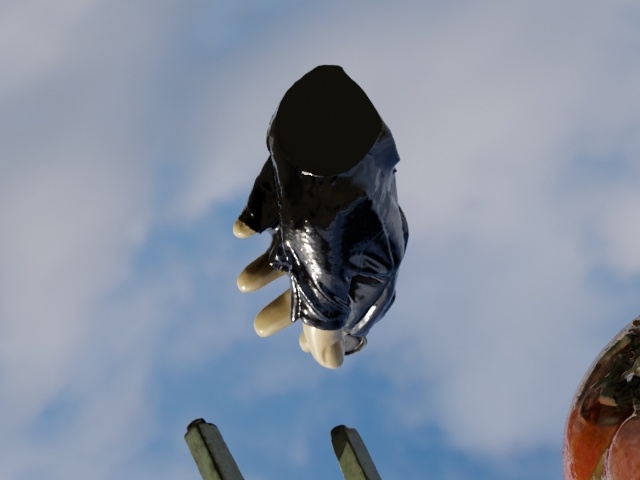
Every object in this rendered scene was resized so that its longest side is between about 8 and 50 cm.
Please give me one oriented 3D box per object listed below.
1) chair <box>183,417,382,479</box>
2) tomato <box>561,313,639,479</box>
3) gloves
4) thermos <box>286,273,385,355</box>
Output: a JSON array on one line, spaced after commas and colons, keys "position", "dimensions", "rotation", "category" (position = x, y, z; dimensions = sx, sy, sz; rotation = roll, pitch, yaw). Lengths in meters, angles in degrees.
[{"position": [-0.013, 0.250, 1.159], "dimensions": [0.136, 0.147, 0.270], "rotation": [-48, -127, 29], "category": "chair"}, {"position": [0.246, 0.114, 1.331], "dimensions": [0.237, 0.095, 0.237], "rotation": [-46, -155, 28], "category": "tomato"}, {"position": [0.000, 0.000, 1.400], "dimensions": [0.124, 0.203, 0.164], "rotation": [-6, -131, -3], "category": "gloves"}, {"position": [0.019, 0.005, 1.593], "dimensions": [0.073, 0.083, 0.188], "rotation": [-19, -132, 23], "category": "thermos"}]
